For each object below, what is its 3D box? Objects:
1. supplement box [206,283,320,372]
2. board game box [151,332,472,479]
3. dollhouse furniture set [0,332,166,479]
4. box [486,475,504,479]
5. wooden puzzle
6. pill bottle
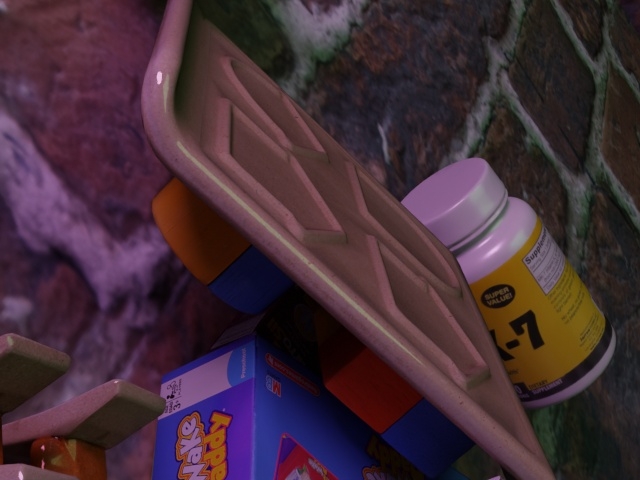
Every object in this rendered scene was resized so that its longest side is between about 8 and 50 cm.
[{"bbox_3d":[-0.030,0.067,0.755,0.055,0.043,0.083,57,30,-13],"label":"supplement box"},{"bbox_3d":[0.042,0.240,0.693,0.347,0.078,0.233,39,37,-37],"label":"board game box"},{"bbox_3d":[-0.155,0.174,0.415,0.259,0.135,0.262,38,36,-57],"label":"dollhouse furniture set"},{"bbox_3d":[0.097,0.288,0.573,0.290,0.087,0.169,62,29,-4],"label":"box"},{"bbox_3d":[0.000,0.000,0.733,0.348,0.080,0.322,47,12,-19],"label":"wooden puzzle"},{"bbox_3d":[0.159,0.037,1.012,0.208,0.119,0.119,52,30,-18],"label":"pill bottle"}]
